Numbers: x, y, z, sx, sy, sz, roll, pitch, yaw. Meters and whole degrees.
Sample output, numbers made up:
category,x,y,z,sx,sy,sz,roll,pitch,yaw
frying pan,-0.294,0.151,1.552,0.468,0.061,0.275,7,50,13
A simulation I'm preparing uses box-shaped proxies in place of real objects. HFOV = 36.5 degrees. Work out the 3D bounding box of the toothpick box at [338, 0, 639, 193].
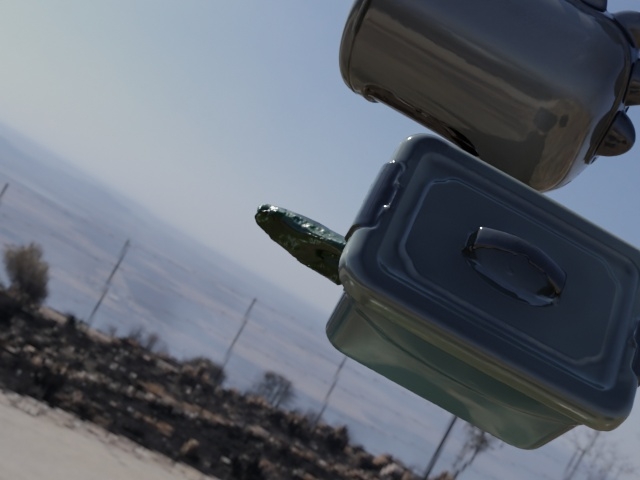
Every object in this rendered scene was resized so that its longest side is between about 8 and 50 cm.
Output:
category,x,y,z,sx,sy,sz,roll,pitch,yaw
toothpick box,0.202,-0.192,1.041,0.316,0.229,0.229,35,-1,21

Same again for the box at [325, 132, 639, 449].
category,x,y,z,sx,sy,sz,roll,pitch,yaw
box,0.120,0.041,0.707,0.227,0.162,0.130,29,-37,-2

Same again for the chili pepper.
category,x,y,z,sx,sy,sz,roll,pitch,yaw
chili pepper,-0.001,0.003,1.463,0.216,0.062,0.108,25,-26,-1
